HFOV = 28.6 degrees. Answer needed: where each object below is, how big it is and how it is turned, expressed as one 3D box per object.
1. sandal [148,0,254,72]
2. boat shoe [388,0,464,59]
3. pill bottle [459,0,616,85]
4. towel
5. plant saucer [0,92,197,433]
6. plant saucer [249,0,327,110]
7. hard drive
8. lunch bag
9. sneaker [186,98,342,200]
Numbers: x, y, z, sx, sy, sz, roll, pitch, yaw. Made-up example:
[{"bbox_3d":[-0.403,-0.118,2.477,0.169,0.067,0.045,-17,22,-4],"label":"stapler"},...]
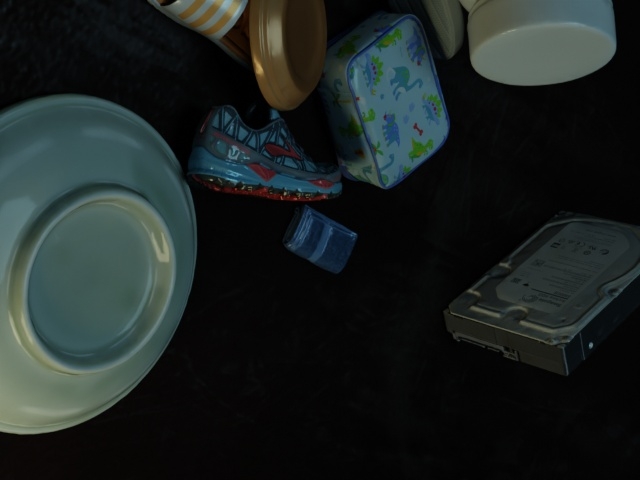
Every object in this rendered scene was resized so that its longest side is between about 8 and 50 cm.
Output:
[{"bbox_3d":[-0.105,-0.284,1.516,0.265,0.076,0.102,31,79,-46],"label":"sandal"},{"bbox_3d":[0.139,-0.391,1.718,0.094,0.109,0.302,-46,128,-29],"label":"boat shoe"},{"bbox_3d":[0.285,-0.423,1.679,0.224,0.224,0.392,18,65,-47],"label":"pill bottle"},{"bbox_3d":[0.000,0.000,1.745,0.119,0.029,0.067,29,81,-47],"label":"towel"},{"bbox_3d":[-0.274,0.038,1.422,0.400,0.100,0.400,-17,114,-42],"label":"plant saucer"},{"bbox_3d":[-0.035,-0.261,1.566,0.200,0.037,0.200,1,90,-71],"label":"plant saucer"},{"bbox_3d":[0.391,0.072,2.022,0.339,0.237,0.064,-37,125,-32],"label":"hard drive"},{"bbox_3d":[0.088,-0.195,1.734,0.176,0.090,0.219,-42,128,-29],"label":"lunch bag"},{"bbox_3d":[-0.056,-0.116,1.599,0.262,0.104,0.125,6,89,-53],"label":"sneaker"}]
